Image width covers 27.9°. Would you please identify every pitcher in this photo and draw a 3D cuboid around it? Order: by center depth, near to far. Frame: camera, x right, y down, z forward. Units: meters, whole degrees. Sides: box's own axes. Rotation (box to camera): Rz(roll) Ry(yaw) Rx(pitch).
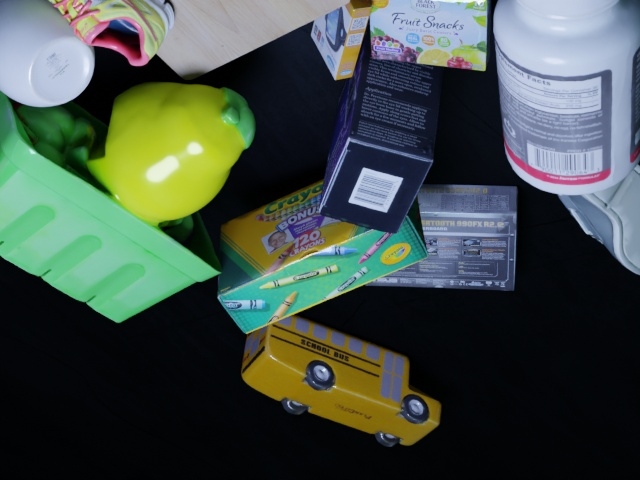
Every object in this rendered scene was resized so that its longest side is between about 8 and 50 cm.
[{"bbox_3d":[-0.375,-0.223,1.529,0.207,0.178,0.125,37,168,40],"label":"pitcher"}]

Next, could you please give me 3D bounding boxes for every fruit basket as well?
[{"bbox_3d":[-0.255,-0.105,1.665,0.392,0.283,0.392,-12,130,-15],"label":"fruit basket"}]

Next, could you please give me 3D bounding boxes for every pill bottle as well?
[{"bbox_3d":[0.293,-0.215,1.500,0.176,0.176,0.318,-1,142,11],"label":"pill bottle"}]

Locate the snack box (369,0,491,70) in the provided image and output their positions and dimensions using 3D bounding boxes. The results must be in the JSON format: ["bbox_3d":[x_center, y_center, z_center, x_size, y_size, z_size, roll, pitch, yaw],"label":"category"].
[{"bbox_3d":[0.130,-0.258,1.519,0.141,0.037,0.100,8,131,16],"label":"snack box"}]

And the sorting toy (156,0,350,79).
[{"bbox_3d":[-0.135,-0.338,1.484,0.255,0.089,0.257,-21,134,31],"label":"sorting toy"}]

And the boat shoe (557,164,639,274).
[{"bbox_3d":[0.396,-0.061,1.775,0.099,0.116,0.319,34,174,45],"label":"boat shoe"}]

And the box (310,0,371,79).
[{"bbox_3d":[0.022,-0.260,1.564,0.028,0.081,0.136,-12,147,-23],"label":"box"}]

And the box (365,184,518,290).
[{"bbox_3d":[0.173,-0.004,1.890,0.231,0.056,0.183,1,141,9],"label":"box"}]

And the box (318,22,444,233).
[{"bbox_3d":[0.078,-0.140,1.607,0.108,0.207,0.153,14,141,-6],"label":"box"}]

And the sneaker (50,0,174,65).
[{"bbox_3d":[-0.261,-0.269,1.443,0.208,0.094,0.081,27,140,-21],"label":"sneaker"}]

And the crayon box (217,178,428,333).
[{"bbox_3d":[0.000,0.000,1.744,0.278,0.165,0.081,-24,124,14],"label":"crayon box"}]

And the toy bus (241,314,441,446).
[{"bbox_3d":[0.038,0.233,2.156,0.333,0.130,0.108,21,139,-17],"label":"toy bus"}]
